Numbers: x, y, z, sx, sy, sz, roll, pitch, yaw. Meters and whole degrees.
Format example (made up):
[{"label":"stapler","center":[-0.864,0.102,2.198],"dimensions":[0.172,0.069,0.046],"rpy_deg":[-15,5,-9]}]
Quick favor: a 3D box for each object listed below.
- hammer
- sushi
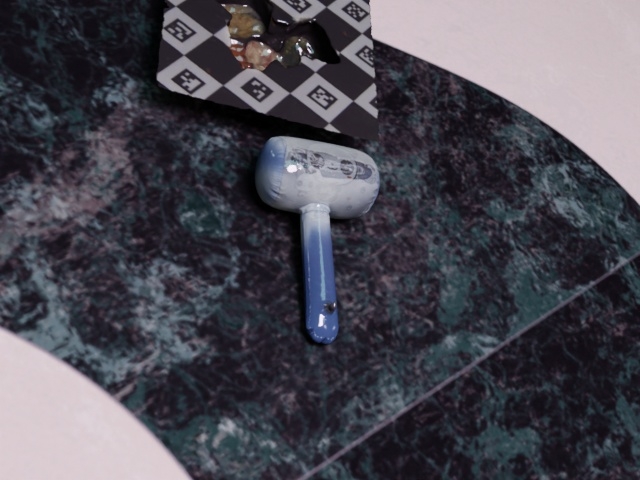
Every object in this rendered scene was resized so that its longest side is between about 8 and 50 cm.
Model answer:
[{"label":"hammer","center":[0.000,0.000,0.944],"dimensions":[0.116,0.069,0.194],"rpy_deg":[8,64,-25]},{"label":"sushi","center":[-0.055,-0.192,1.049],"dimensions":[0.219,0.047,0.231],"rpy_deg":[12,50,-16]}]
